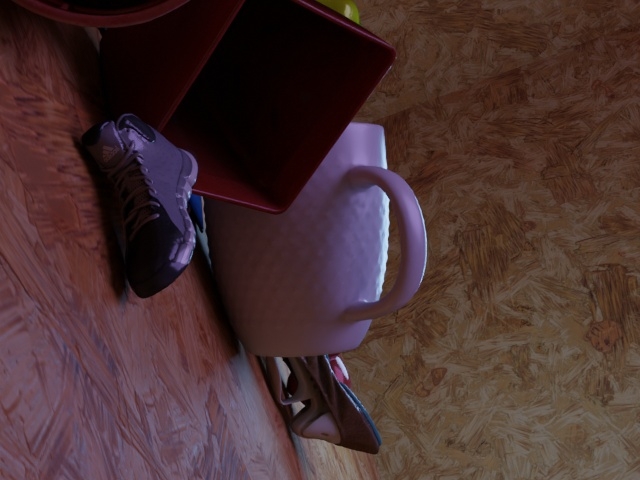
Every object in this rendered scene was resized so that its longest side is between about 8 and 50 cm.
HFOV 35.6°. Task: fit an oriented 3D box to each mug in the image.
[{"bbox_3d":[0.000,0.000,1.455,0.276,0.374,0.328,-4,92,-45],"label":"mug"}]

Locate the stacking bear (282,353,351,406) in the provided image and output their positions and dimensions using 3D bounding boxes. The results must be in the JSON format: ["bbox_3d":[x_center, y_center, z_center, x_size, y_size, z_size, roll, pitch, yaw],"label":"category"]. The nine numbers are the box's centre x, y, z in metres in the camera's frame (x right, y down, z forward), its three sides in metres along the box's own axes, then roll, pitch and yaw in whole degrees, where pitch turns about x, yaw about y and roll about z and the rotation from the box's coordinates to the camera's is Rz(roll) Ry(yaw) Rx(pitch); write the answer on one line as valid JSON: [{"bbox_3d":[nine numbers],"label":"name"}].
[{"bbox_3d":[-0.025,0.173,1.843,0.175,0.164,0.289,10,65,-84],"label":"stacking bear"}]

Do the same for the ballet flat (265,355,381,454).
[{"bbox_3d":[-0.016,0.255,1.694,0.116,0.124,0.342,8,-50,56],"label":"ballet flat"}]

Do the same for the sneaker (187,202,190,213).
[{"bbox_3d":[-0.193,-0.103,1.300,0.068,0.071,0.170,65,6,-58],"label":"sneaker"}]

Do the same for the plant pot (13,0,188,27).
[{"bbox_3d":[-0.209,-0.334,0.965,0.265,0.272,0.273,-140,-151,-78],"label":"plant pot"}]

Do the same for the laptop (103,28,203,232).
[{"bbox_3d":[-0.172,-0.300,1.581,0.236,0.408,0.382,21,-39,46],"label":"laptop"}]

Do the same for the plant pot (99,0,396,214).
[{"bbox_3d":[-0.120,-0.224,1.240,0.267,0.267,0.236,14,29,-49],"label":"plant pot"}]

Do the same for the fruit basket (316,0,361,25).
[{"bbox_3d":[-0.097,-0.492,1.976,0.283,0.392,0.392,-106,175,-59],"label":"fruit basket"}]

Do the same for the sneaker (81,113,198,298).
[{"bbox_3d":[-0.194,-0.050,1.002,0.132,0.086,0.229,47,21,-31],"label":"sneaker"}]
